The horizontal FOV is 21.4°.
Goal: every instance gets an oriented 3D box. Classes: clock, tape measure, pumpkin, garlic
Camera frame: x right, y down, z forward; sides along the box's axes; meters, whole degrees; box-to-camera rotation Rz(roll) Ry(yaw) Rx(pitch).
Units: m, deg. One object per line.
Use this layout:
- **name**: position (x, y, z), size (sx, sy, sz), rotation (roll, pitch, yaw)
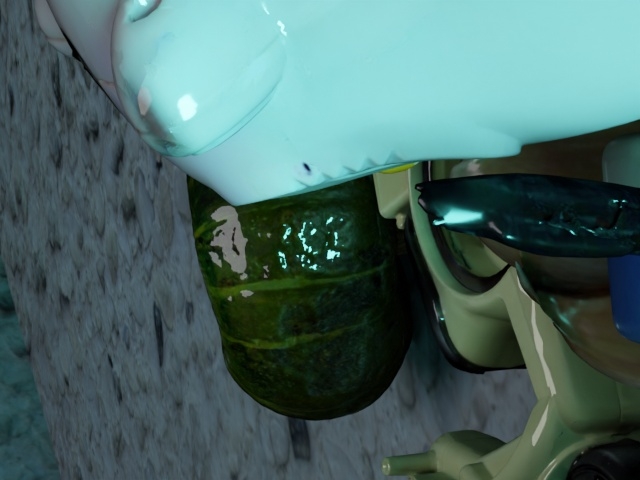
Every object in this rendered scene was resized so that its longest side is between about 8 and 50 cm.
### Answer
- **clock**: position (0.058, -0.182, 0.633), size (0.250, 0.377, 0.368), rotation (60, 173, -21)
- **tape measure**: position (0.156, -0.001, 0.632), size (0.215, 0.351, 0.097), rotation (179, 87, -67)
- **clock**: position (0.128, 0.059, 1.071), size (0.276, 0.120, 0.379), rotation (143, 124, -63)
- **pumpkin**: position (0.003, -0.001, 1.296), size (0.260, 0.189, 0.260), rotation (-13, -90, -89)
- **garlic**: position (0.165, -0.037, 0.888), size (0.160, 0.191, 0.214), rotation (-79, -22, -73)
